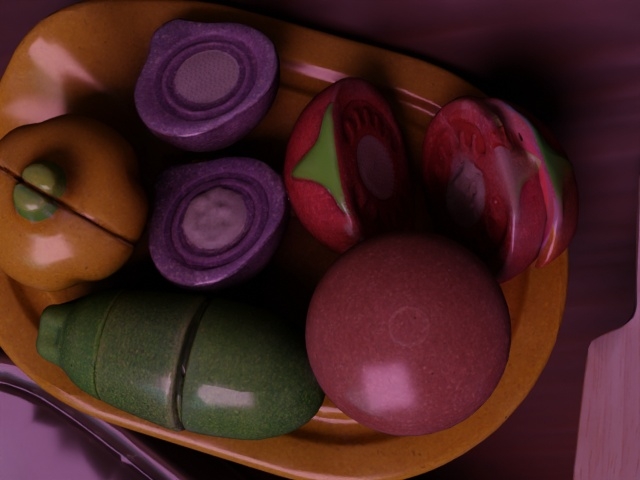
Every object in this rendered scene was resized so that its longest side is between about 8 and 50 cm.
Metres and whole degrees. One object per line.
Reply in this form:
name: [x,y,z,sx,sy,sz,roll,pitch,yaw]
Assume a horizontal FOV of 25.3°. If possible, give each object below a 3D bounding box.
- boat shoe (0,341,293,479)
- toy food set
boat shoe: [-0.013,0.125,0.502,0.110,0.104,0.307,-37,105,15]
toy food set: [0.000,0.000,0.382,0.217,0.128,0.071,15,173,5]
